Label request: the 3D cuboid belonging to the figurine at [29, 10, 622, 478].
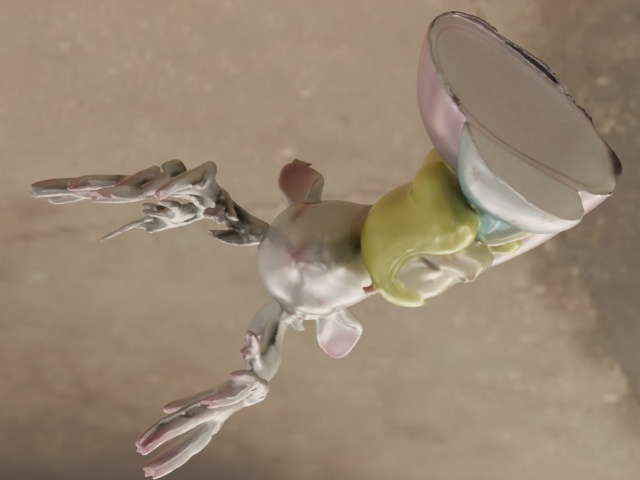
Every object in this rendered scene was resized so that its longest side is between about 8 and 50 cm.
[{"bbox_3d":[-0.004,-0.012,1.308,0.316,0.206,0.284,-37,165,31],"label":"figurine"}]
